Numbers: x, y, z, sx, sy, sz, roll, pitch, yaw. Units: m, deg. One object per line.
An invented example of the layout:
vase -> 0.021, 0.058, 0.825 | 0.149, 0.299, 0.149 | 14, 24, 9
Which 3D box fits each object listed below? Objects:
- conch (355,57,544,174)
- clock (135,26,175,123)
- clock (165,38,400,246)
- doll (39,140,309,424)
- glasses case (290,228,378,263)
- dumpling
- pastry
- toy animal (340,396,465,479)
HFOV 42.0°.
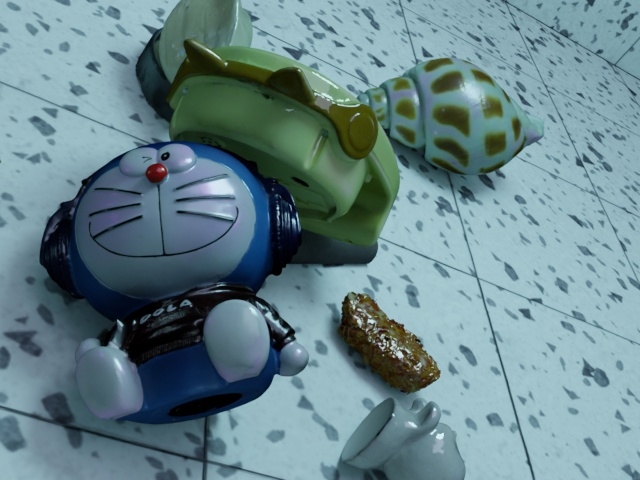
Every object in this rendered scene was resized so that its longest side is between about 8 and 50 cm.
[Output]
conch -> 0.252, -0.239, 1.619 | 0.368, 0.197, 0.249 | 30, -3, -4
clock -> -0.163, -0.250, 1.370 | 0.280, 0.055, 0.281 | 24, 36, -19
clock -> -0.059, -0.123, 1.045 | 0.286, 0.117, 0.348 | 19, -15, 19
doll -> -0.154, 0.032, 0.905 | 0.284, 0.240, 0.310 | -14, 68, -6
glasses case -> 0.001, 0.000, 1.247 | 0.190, 0.042, 0.072 | 1, 40, -41
dumpling -> -0.159, -0.303, 1.227 | 0.131, 0.179, 0.252 | 24, 36, -20
pastry -> 0.084, 0.145, 1.138 | 0.169, 0.063, 0.087 | 43, 25, 16
toy animal -> 0.146, 0.280, 0.984 | 0.220, 0.104, 0.131 | 41, 63, 2
